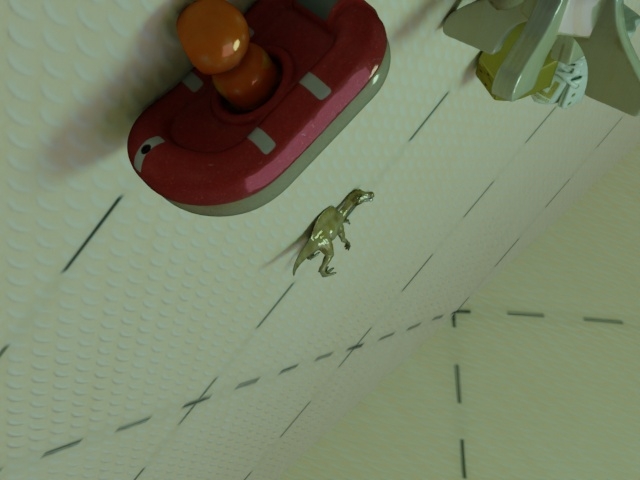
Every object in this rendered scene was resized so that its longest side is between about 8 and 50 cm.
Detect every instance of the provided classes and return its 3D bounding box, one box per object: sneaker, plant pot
[{"bbox_3d":[0.344,-0.248,1.999,0.169,0.108,0.292,-56,166,20],"label":"sneaker"},{"bbox_3d":[0.252,-0.231,1.936,0.083,0.081,0.081,-30,163,-12],"label":"plant pot"}]

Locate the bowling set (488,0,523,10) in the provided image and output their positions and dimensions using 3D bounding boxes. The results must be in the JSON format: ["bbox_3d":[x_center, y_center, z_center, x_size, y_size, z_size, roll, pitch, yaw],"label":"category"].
[{"bbox_3d":[0.142,-0.288,1.272,0.200,0.154,0.287,-37,163,-36],"label":"bowling set"}]

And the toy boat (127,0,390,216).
[{"bbox_3d":[-0.065,-0.134,1.176,0.231,0.151,0.151,-47,136,-3],"label":"toy boat"}]

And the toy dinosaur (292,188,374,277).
[{"bbox_3d":[0.000,0.000,1.906,0.183,0.053,0.093,-47,153,-32],"label":"toy dinosaur"}]

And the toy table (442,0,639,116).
[{"bbox_3d":[0.266,-0.256,1.625,0.274,0.252,0.161,-18,132,-48],"label":"toy table"}]
